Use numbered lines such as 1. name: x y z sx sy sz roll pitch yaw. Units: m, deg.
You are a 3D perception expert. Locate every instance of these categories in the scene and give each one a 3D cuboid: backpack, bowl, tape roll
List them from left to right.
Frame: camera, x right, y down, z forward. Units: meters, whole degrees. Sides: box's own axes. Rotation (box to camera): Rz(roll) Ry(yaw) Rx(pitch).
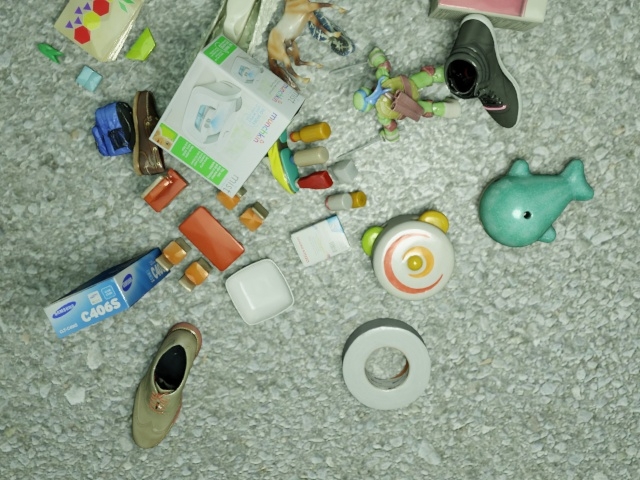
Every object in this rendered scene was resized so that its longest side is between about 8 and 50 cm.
1. backpack: -0.478 -0.259 1.572 0.101 0.098 0.120 -13 101 7
2. bowl: -0.147 0.121 1.661 0.142 0.053 0.141 -26 99 6
3. tape roll: 0.163 0.308 1.683 0.220 0.072 0.219 0 101 1

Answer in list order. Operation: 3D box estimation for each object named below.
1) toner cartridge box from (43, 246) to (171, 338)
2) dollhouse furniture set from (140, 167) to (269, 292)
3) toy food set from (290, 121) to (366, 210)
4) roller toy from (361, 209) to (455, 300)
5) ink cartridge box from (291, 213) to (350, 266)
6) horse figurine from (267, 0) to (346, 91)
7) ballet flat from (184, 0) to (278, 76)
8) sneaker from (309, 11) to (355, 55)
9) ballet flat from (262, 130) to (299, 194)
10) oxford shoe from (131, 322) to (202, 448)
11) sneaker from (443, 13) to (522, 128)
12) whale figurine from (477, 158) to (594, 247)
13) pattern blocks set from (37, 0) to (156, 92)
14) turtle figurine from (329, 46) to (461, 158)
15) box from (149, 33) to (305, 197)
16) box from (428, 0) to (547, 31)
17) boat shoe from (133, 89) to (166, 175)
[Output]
1. toner cartridge box: -0.463 0.107 1.513 0.165 0.348 0.075 -25 98 5
2. dollhouse furniture set: -0.294 -0.042 1.590 0.262 0.135 0.259 -44 97 8
3. toy food set: 0.007 -0.154 1.584 0.105 0.111 0.232 -4 130 42
4. roller toy: 0.218 0.039 1.594 0.210 0.146 0.191 -20 100 4
5. ink cartridge box: 0.000 0.000 1.637 0.123 0.052 0.088 -23 99 3
6. horse figurine: -0.050 -0.467 1.529 0.175 0.066 0.263 36 112 18
7. ballet flat: -0.211 -0.451 1.516 0.147 0.147 0.408 24 101 -4
8. sneaker: 0.028 -0.473 1.553 0.135 0.058 0.052 49 123 12
9. ballet flat: -0.108 -0.218 1.595 0.077 0.077 0.230 -9 98 24
10. oxford shoe: -0.401 0.375 1.672 0.123 0.130 0.348 19 100 -3
11. sneaker: 0.352 -0.331 1.485 0.146 0.105 0.295 -57 132 -27
12. whale figurine: 0.507 -0.089 1.570 0.272 0.141 0.216 -23 99 4
13. pattern blocks set: -0.506 -0.523 1.557 0.325 0.026 0.285 -44 97 8
14. turtle figurine: 0.172 -0.336 1.549 0.267 0.274 0.197 -9 78 -17
15. box: -0.203 -0.266 1.473 0.231 0.126 0.262 37 128 -9
16. box: 0.368 -0.547 1.481 0.233 0.148 0.126 8 99 -1
17. boat shoe: -0.389 -0.250 1.563 0.073 0.073 0.206 -6 82 13
